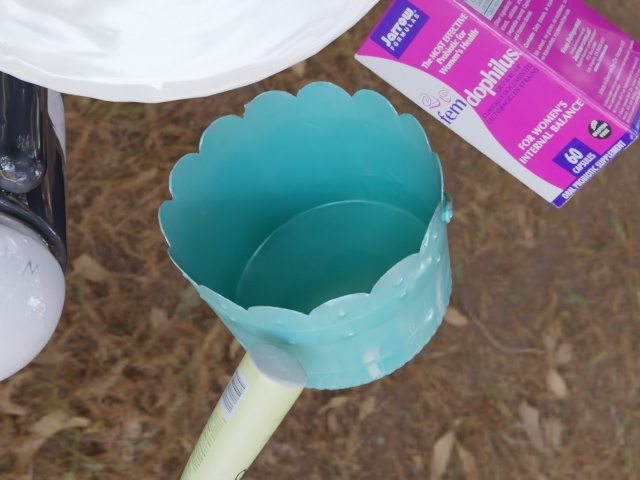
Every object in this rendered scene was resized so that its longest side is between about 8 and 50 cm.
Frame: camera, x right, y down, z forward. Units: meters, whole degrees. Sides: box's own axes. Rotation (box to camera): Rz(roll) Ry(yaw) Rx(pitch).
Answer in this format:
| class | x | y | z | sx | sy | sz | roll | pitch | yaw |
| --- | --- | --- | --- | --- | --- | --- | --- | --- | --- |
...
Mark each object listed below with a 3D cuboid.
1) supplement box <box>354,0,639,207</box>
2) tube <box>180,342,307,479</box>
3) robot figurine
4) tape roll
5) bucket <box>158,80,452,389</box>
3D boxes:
| class | x | y | z | sx | sy | sz | roll | pitch | yaw |
| --- | --- | --- | --- | --- | --- | --- | --- | --- | --- |
| supplement box | 0.158 | -0.150 | 0.940 | 0.220 | 0.111 | 0.114 | 36 | 49 | -2 |
| tube | -0.093 | 0.203 | 1.045 | 0.070 | 0.062 | 0.240 | 3 | 126 | -52 |
| robot figurine | -0.259 | -0.033 | 0.757 | 0.173 | 0.209 | 0.278 | -5 | 56 | -8 |
| tape roll | -0.074 | -0.206 | 0.483 | 0.100 | 0.286 | 0.286 | -73 | 139 | -74 |
| bucket | 0.000 | 0.000 | 1.119 | 0.183 | 0.281 | 0.281 | 68 | 40 | -53 |
